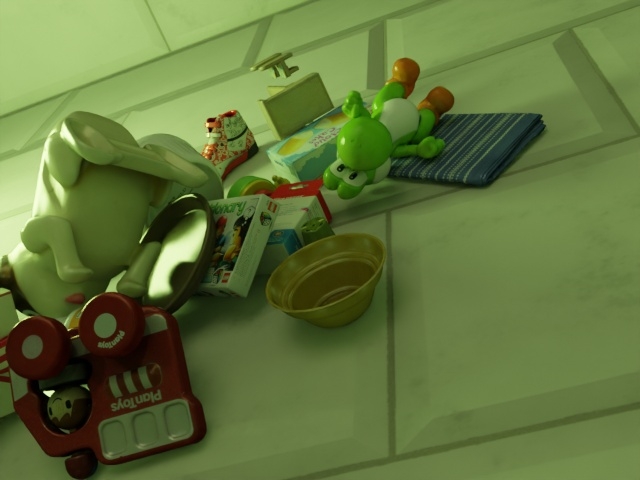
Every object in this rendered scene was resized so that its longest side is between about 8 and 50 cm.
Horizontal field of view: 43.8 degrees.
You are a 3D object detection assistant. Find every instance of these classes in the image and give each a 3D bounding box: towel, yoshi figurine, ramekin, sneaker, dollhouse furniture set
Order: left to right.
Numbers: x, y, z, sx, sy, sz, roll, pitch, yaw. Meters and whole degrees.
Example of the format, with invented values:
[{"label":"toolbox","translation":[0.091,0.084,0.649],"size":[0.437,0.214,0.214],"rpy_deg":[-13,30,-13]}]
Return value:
[{"label":"ramekin","translation":[-0.334,-0.090,1.762],"size":[0.127,0.273,0.273],"rpy_deg":[26,54,39]},{"label":"sneaker","translation":[-0.284,-0.233,2.074],"size":[0.090,0.145,0.270],"rpy_deg":[7,41,44]},{"label":"dollhouse furniture set","translation":[-0.097,-0.348,2.030],"size":[0.161,0.212,0.242],"rpy_deg":[-32,21,-14]},{"label":"yoshi figurine","translation":[0.141,-0.238,1.665],"size":[0.203,0.203,0.362],"rpy_deg":[10,49,40]},{"label":"towel","translation":[0.285,-0.197,1.708],"size":[0.336,0.040,0.243],"rpy_deg":[10,45,48]}]

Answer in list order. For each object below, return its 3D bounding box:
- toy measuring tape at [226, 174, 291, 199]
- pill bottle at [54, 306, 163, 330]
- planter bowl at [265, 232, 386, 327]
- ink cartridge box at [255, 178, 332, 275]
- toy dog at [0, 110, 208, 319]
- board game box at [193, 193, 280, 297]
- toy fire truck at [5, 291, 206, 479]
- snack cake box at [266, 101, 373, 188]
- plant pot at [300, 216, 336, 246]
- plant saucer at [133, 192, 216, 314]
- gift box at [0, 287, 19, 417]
[{"label":"toy measuring tape","translation":[-0.192,-0.050,1.727],"size":[0.330,0.121,0.121],"rpy_deg":[-39,32,-25]},{"label":"pill bottle","translation":[-0.384,0.179,1.442],"size":[0.215,0.117,0.117],"rpy_deg":[-3,34,16]},{"label":"planter bowl","translation":[0.022,0.085,1.356],"size":[0.217,0.090,0.217],"rpy_deg":[-19,28,10]},{"label":"ink cartridge box","translation":[-0.068,-0.030,1.633],"size":[0.134,0.078,0.231],"rpy_deg":[-5,34,32]},{"label":"toy dog","translation":[-0.481,-0.028,1.543],"size":[0.395,0.284,0.408],"rpy_deg":[33,103,32]},{"label":"board game box","translation":[-0.215,0.014,1.567],"size":[0.305,0.053,0.193],"rpy_deg":[-4,61,50]},{"label":"toy fire truck","translation":[-0.346,0.235,1.261],"size":[0.302,0.169,0.254],"rpy_deg":[-18,73,8]},{"label":"snack cake box","translation":[0.024,-0.229,1.894],"size":[0.264,0.089,0.152],"rpy_deg":[-33,29,-15]},{"label":"plant pot","translation":[0.000,0.000,1.530],"size":[0.083,0.079,0.083],"rpy_deg":[-18,29,10]},{"label":"plant saucer","translation":[-0.291,0.037,1.561],"size":[0.278,0.041,0.278],"rpy_deg":[-31,44,36]},{"label":"gift box","translation":[-0.668,0.235,1.473],"size":[0.255,0.276,0.258],"rpy_deg":[-28,22,-36]}]
